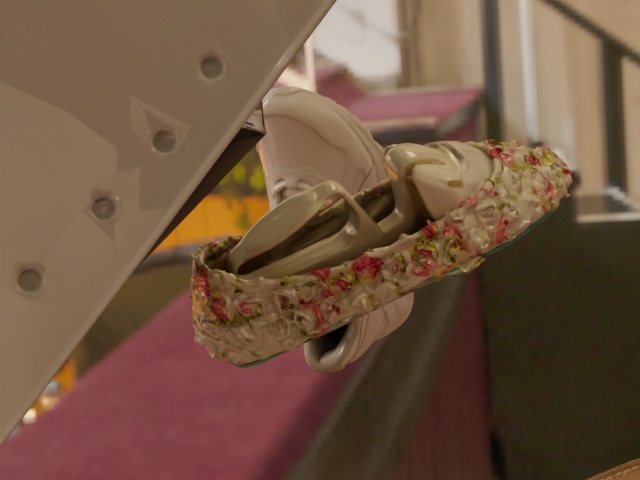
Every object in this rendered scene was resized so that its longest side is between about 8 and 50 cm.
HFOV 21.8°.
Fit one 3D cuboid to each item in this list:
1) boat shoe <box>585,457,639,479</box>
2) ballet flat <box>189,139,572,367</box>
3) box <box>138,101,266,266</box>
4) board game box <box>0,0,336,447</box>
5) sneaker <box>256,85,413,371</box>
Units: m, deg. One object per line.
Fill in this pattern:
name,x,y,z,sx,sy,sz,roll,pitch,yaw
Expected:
boat shoe,0.061,0.106,0.511,0.135,0.045,0.050,-33,38,-13
ballet flat,0.033,-0.008,0.936,0.241,0.077,0.091,-28,34,-11
box,-0.134,-0.118,0.894,0.077,0.307,0.242,18,-41,-31
board game box,-0.204,-0.144,0.678,0.390,0.390,0.050,-54,10,-16
sneaker,0.000,0.000,1.216,0.090,0.232,0.115,0,35,34
